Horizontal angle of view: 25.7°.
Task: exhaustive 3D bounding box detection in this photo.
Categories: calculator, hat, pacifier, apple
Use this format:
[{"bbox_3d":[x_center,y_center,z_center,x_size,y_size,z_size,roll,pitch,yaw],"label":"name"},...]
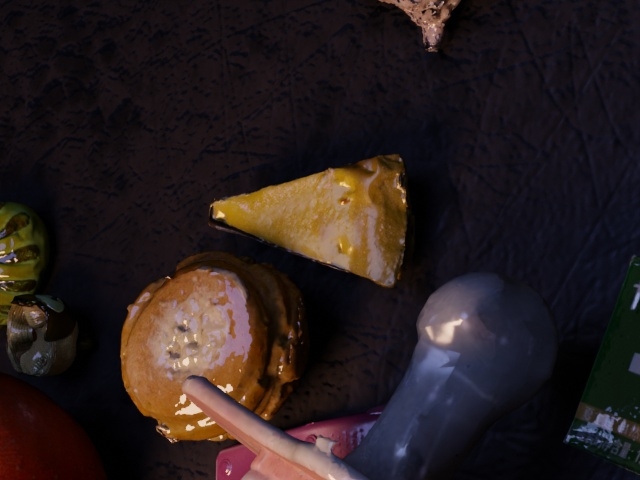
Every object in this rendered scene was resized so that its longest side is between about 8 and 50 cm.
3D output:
[{"bbox_3d":[-0.011,0.205,1.090,0.190,0.034,0.127,-20,66,34],"label":"calculator"},{"bbox_3d":[-0.251,0.087,1.303,0.077,0.059,0.076,7,97,45],"label":"hat"},{"bbox_3d":[0.046,0.155,0.891,0.332,0.220,0.273,18,105,57],"label":"pacifier"},{"bbox_3d":[-0.286,0.225,1.183,0.218,0.218,0.201,-49,55,16],"label":"apple"}]

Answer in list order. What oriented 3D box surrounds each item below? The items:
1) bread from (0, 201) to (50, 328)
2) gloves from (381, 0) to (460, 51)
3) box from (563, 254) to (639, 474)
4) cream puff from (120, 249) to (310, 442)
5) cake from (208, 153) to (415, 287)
[{"bbox_3d":[-0.329,0.023,1.377,0.139,0.071,0.130,9,86,40],"label":"bread"},{"bbox_3d":[0.064,-0.227,1.126,0.144,0.094,0.110,32,107,21],"label":"gloves"},{"bbox_3d":[0.268,0.102,0.870,0.199,0.081,0.135,18,88,39],"label":"box"},{"bbox_3d":[-0.079,0.085,1.128,0.165,0.115,0.150,-11,76,26],"label":"cream puff"},{"bbox_3d":[0.002,0.000,1.132,0.185,0.080,0.116,-18,78,23],"label":"cake"}]
